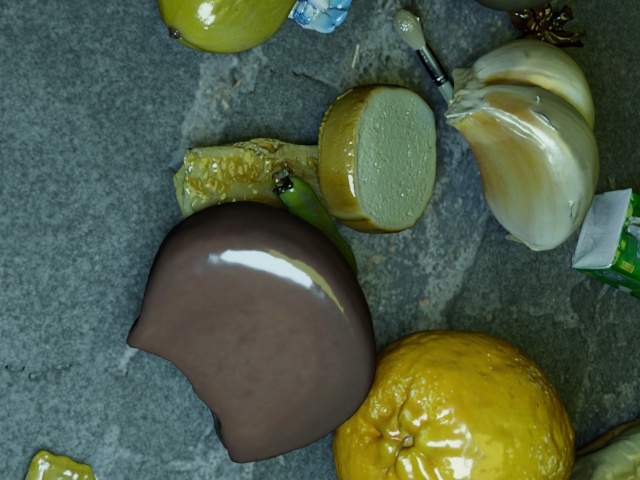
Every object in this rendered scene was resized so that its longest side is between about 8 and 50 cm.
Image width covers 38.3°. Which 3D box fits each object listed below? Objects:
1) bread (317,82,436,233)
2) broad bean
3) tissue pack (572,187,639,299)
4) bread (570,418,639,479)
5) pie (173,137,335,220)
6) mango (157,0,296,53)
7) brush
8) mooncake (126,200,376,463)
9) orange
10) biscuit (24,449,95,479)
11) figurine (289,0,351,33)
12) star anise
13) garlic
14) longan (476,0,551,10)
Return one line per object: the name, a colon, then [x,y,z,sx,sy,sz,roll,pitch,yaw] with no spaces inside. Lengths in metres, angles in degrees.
bread: [0.088,-0.122,1.370,0.236,0.070,0.236,-1,91,-48]
broad bean: [-0.006,-0.002,1.315,0.075,0.067,0.325,-79,150,-44]
tissue pack: [0.581,0.015,1.614,0.209,0.156,0.148,24,76,-25]
bread: [0.534,0.450,1.590,0.389,0.183,0.236,-19,83,-20]
pie: [-0.075,-0.081,1.313,0.282,0.068,0.128,-3,96,-32]
mango: [-0.107,-0.397,1.265,0.195,0.142,0.331,35,66,-22]
brush: [0.206,-0.245,1.482,0.042,0.039,0.299,-45,110,-22]
mooncake: [-0.083,0.124,1.222,0.326,0.174,0.333,21,111,-8]
orange: [0.175,0.284,1.288,0.293,0.341,0.340,27,76,-51]
biscuit: [-0.325,0.375,1.195,0.174,0.039,0.183,20,82,-25]
figurine: [-0.001,-0.358,1.347,0.114,0.079,0.114,-5,70,13]
star anise: [0.373,-0.350,1.562,0.168,0.057,0.167,0,89,-18]
garlic: [0.330,-0.155,1.448,0.249,0.286,0.313,-34,116,15]
longan: [0.352,-0.548,1.401,0.404,0.336,0.404,-30,141,-28]
